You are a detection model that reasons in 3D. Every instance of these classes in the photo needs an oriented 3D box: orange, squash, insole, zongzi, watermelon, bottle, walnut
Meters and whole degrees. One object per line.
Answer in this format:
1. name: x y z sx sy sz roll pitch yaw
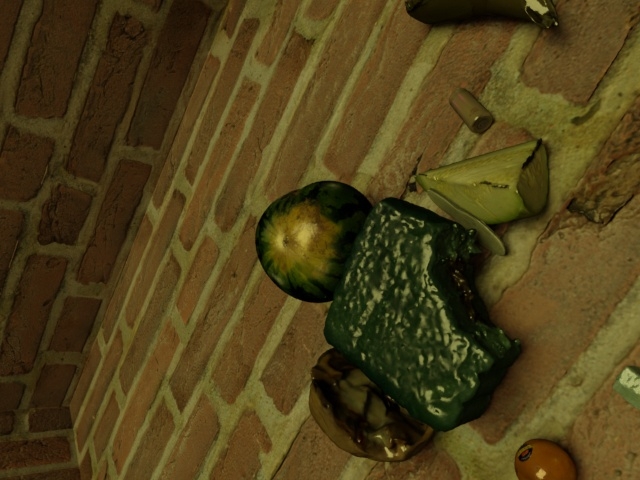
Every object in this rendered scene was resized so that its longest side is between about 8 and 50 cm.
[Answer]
1. orange: 0.318 0.324 0.621 0.084 0.084 0.083 -15 69 45
2. squash: 0.255 -0.074 0.775 0.252 0.093 0.169 -11 28 45
3. insole: 0.260 -0.037 0.796 0.010 0.063 0.192 -37 50 -7
4. zongzi: 0.288 -0.442 0.835 0.260 0.123 0.288 -23 67 47
5. watermelon: -0.001 0.002 0.930 0.269 0.269 0.268 -15 69 45
6. bottle: 0.284 -0.250 0.838 0.045 0.045 0.096 -47 49 29
7. walnut: 0.074 0.314 0.812 0.238 0.204 0.141 47 128 44

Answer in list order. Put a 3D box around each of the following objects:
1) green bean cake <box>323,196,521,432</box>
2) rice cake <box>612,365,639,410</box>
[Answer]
1. green bean cake: 0.185 0.114 0.751 0.308 0.169 0.299 35 107 42
2. rice cake: 0.469 0.237 0.505 0.245 0.042 0.045 38 111 45
